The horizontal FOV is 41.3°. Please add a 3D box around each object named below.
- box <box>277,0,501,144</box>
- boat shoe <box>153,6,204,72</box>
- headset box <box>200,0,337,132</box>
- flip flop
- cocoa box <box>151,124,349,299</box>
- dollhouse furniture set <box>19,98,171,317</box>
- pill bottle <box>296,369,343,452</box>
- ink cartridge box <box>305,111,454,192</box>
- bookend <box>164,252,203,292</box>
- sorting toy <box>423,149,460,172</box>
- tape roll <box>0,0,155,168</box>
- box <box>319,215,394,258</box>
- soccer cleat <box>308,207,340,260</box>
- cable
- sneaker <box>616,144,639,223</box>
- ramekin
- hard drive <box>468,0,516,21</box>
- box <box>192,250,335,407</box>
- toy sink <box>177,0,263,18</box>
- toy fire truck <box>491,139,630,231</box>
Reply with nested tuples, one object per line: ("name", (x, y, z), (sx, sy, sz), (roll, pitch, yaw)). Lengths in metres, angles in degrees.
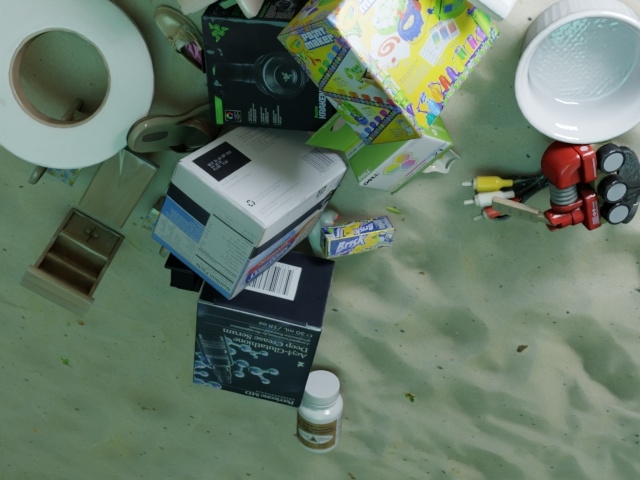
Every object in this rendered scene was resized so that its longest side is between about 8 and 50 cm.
("box", (0.132, -0.380, 1.570), (0.279, 0.290, 0.177), (48, 157, -24))
("boat shoe", (-0.286, -0.421, 1.793), (0.170, 0.059, 0.063), (40, 124, -20))
("headset box", (-0.105, -0.368, 1.754), (0.283, 0.131, 0.246), (6, 128, 7))
("flip flop", (-0.284, -0.233, 1.846), (0.080, 0.277, 0.112), (47, 136, 32))
("cocoa box", (-0.147, -0.086, 1.814), (0.231, 0.347, 0.228), (37, 129, 10))
("dollhouse furniture set", (-0.522, -0.051, 2.003), (0.362, 0.256, 0.394), (31, 127, -13))
("pill bottle", (-0.002, 0.483, 2.402), (0.131, 0.131, 0.229), (7, 128, 5))
("ink cartridge box", (0.124, -0.202, 1.778), (0.255, 0.097, 0.189), (6, 143, -47))
("bookend", (-0.337, 0.078, 2.134), (0.072, 0.156, 0.157), (11, 130, 2))
("sorting toy", (0.267, -0.182, 1.888), (0.075, 0.045, 0.083), (26, 128, -19))
("tape roll", (-0.547, -0.344, 1.793), (0.391, 0.072, 0.392), (-2, 106, -5))
("box", (0.085, -0.008, 2.005), (0.168, 0.054, 0.059), (-10, 130, -15))
("soccer cleat", (0.000, 0.000, 2.072), (0.076, 0.068, 0.196), (20, 129, 15))
("cable", (0.463, -0.111, 1.883), (0.287, 0.072, 0.139), (-13, 123, 20))
("sneaker", (0.664, -0.120, 1.855), (0.089, 0.051, 0.170), (16, 124, -1))
("ramekin", (0.517, -0.340, 1.654), (0.277, 0.135, 0.277), (6, 129, 7))
("hard drive", (0.230, -0.573, 1.455), (0.353, 0.047, 0.233), (31, 89, -13))
("box", (-0.149, 0.210, 2.119), (0.293, 0.212, 0.395), (13, 142, 0))
("toy sink", (-0.225, -0.531, 1.637), (0.131, 0.153, 0.234), (-20, 123, 24))
("toy fire truck", (0.496, -0.112, 1.789), (0.246, 0.158, 0.217), (-23, 129, -1))
